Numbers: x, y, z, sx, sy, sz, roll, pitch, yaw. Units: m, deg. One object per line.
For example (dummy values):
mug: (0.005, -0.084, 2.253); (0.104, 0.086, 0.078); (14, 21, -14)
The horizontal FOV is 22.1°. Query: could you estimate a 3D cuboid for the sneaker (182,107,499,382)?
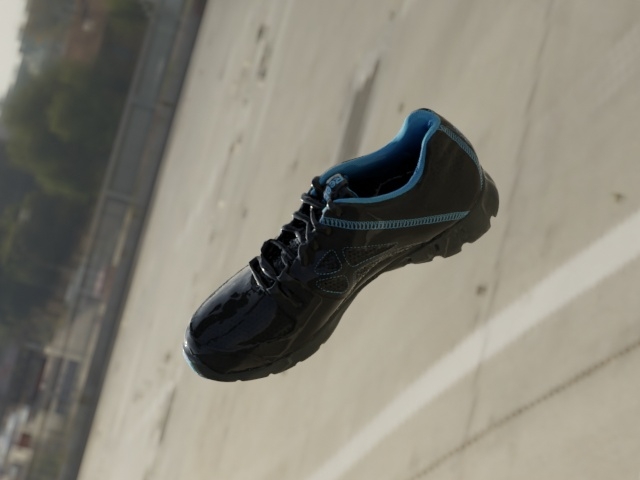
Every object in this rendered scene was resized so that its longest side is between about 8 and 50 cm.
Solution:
sneaker: (0.000, 0.000, 1.545); (0.125, 0.340, 0.140); (52, 177, 43)
